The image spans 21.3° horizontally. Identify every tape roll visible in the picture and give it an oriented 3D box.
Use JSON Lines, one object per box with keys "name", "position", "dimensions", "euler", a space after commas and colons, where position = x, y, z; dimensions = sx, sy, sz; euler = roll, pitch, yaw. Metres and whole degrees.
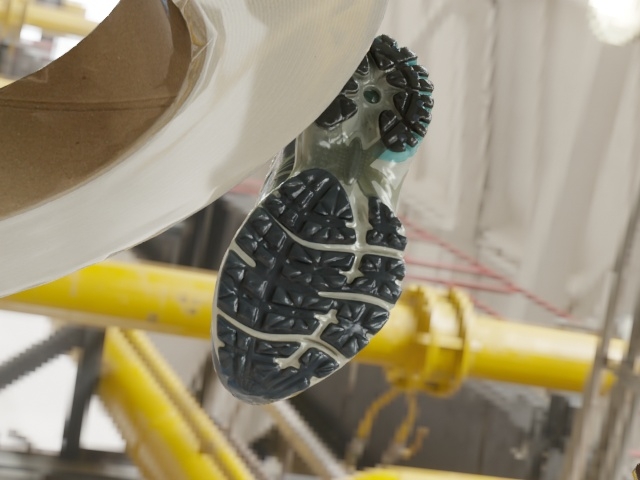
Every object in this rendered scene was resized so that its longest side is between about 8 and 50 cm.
{"name": "tape roll", "position": [-0.156, -0.083, 0.714], "dimensions": [0.392, 0.392, 0.072], "euler": [-50, -125, 49]}

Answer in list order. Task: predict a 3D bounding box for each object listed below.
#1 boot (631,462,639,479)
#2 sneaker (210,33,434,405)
{"name": "boot", "position": [0.225, 0.124, 0.974], "dimensions": [0.114, 0.106, 0.037], "euler": [-7, -139, 28]}
{"name": "sneaker", "position": [0.000, 0.000, 1.121], "dimensions": [0.283, 0.110, 0.122], "euler": [-67, -176, -34]}
